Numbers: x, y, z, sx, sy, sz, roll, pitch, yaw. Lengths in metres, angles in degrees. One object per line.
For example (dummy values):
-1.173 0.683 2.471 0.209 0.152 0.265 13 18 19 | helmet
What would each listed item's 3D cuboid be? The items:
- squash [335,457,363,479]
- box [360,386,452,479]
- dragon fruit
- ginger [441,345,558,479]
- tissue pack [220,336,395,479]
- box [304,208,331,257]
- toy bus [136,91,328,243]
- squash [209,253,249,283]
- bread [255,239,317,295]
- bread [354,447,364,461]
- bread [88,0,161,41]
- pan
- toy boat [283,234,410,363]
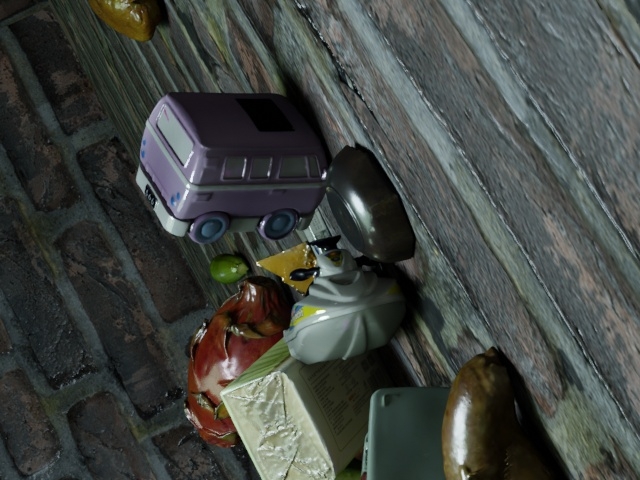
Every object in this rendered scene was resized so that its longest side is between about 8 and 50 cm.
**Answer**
0.082 0.378 1.803 0.289 0.111 0.203 26 174 13 | squash
0.111 0.261 1.358 0.210 0.148 0.129 -86 -6 -47 | box
-0.122 0.220 2.326 0.250 0.250 0.315 163 123 -80 | dragon fruit
0.194 0.261 1.199 0.309 0.107 0.133 62 -175 26 | ginger
-0.008 0.209 1.724 0.159 0.125 0.234 64 -150 -7 | tissue pack
0.000 0.000 1.732 0.083 0.024 0.054 65 168 -2 | box
-0.094 -0.088 1.515 0.142 0.203 0.142 52 133 41 | toy bus
-0.186 0.058 2.728 0.066 0.066 0.201 64 164 -6 | squash
-0.023 0.056 1.802 0.109 0.080 0.084 64 -167 -4 | bread
0.082 0.377 2.011 0.190 0.123 0.244 63 171 -9 | bread
-0.319 -0.395 2.171 0.124 0.084 0.344 43 177 -20 | bread
0.045 -0.016 1.385 0.128 0.048 0.202 58 169 22 | pan
0.025 0.074 1.516 0.140 0.141 0.269 60 168 18 | toy boat
